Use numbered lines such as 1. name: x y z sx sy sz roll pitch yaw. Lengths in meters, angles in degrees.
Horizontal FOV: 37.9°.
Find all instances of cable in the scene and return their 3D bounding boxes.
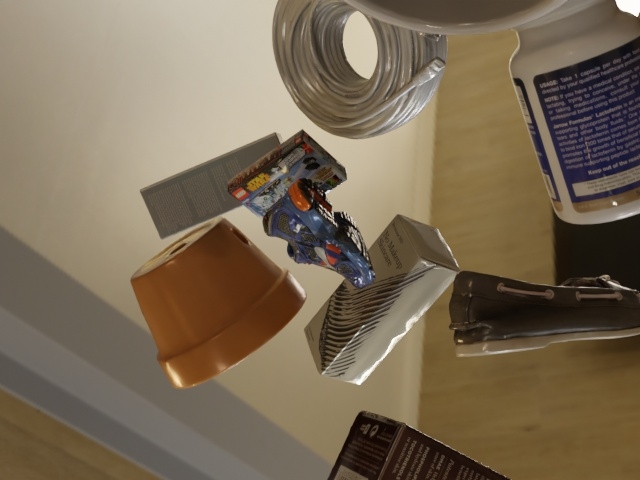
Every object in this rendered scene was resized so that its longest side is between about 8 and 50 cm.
1. cable: 0.051 -0.271 1.293 0.089 0.257 0.257 -26 -106 -45

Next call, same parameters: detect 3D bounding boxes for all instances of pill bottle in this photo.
1. pill bottle: 0.301 -0.165 1.048 0.153 0.153 0.265 -44 -63 -59

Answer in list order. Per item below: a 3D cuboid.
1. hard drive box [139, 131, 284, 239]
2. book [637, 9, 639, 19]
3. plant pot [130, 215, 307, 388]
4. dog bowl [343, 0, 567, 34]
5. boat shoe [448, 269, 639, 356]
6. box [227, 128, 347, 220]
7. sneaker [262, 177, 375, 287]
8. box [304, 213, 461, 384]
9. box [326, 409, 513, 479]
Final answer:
1. hard drive box: -0.157 -0.090 1.518 0.181 0.232 0.089 -99 -13 -85
2. book: 0.455 -0.278 1.133 0.096 0.144 0.035 101 153 -55
3. plant pot: -0.198 0.094 1.650 0.204 0.290 0.291 57 -148 -12
4. dog bowl: 0.119 -0.329 0.869 0.349 0.348 0.102 45 -131 -45
5. boat shoe: 0.289 0.073 1.097 0.335 0.112 0.096 -3 -96 -35
6. box: -0.045 -0.081 1.265 0.094 0.137 0.027 39 -150 -36
7. sneaker: 0.000 0.000 1.239 0.221 0.087 0.083 45 -158 -43
8. box: 0.093 0.098 1.487 0.094 0.275 0.113 18 -149 -33
9. box: 0.130 0.359 1.292 0.203 0.168 0.167 29 -102 -15
